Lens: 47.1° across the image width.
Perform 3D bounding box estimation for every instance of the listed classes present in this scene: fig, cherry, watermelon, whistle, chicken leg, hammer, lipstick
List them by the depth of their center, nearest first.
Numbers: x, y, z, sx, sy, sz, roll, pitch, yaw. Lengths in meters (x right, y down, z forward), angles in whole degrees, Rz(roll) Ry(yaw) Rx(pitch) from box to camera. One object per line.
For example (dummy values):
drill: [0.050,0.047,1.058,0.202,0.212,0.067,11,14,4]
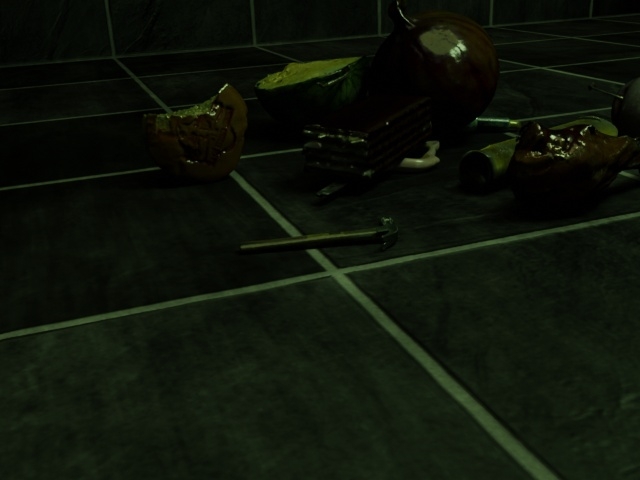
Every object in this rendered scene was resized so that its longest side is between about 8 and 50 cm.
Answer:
hammer: [0.000,0.000,0.822,0.181,0.017,0.062,-7,22,-7]
chicken leg: [0.365,-0.104,0.929,0.304,0.113,0.093,-11,44,-27]
whistle: [0.323,-0.134,1.070,0.326,0.057,0.068,-20,27,-38]
cherry: [0.537,-0.218,1.194,0.148,0.115,0.188,-17,12,15]
fig: [0.183,-0.281,1.239,0.235,0.235,0.214,17,-10,40]
lipstick: [0.297,-0.206,1.296,0.116,0.037,0.037,4,22,5]
watermelon: [-0.005,-0.262,1.330,0.204,0.127,0.232,-29,25,-38]

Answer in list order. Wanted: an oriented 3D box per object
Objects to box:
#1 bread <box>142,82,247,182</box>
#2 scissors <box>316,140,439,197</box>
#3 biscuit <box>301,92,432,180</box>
bread: [-0.177,-0.149,1.077,0.156,0.125,0.086,-25,20,-16]
scissors: [0.075,-0.109,1.081,0.160,0.024,0.317,12,25,27]
biscuit: [0.073,-0.157,1.072,0.106,0.070,0.252,11,26,27]
